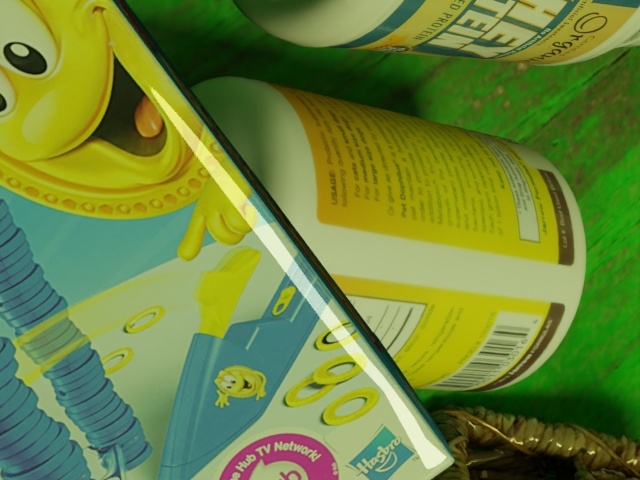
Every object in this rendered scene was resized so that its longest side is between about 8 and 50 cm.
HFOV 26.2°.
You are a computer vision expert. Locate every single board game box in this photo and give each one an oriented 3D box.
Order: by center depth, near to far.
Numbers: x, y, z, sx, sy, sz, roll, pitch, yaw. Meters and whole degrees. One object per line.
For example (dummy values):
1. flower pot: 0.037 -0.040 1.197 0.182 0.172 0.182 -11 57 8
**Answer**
1. board game box: -0.166 0.037 0.392 0.308 0.086 0.302 -36 121 0

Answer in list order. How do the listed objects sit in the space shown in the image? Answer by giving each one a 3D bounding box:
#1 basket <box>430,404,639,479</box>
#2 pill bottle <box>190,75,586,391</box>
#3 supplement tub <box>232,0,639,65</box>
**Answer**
1. basket: 0.185 0.197 0.595 0.213 0.299 0.223 -18 109 5
2. pill bottle: 0.000 0.000 0.566 0.215 0.117 0.117 9 93 -39
3. supplement tub: 0.066 -0.148 0.573 0.200 0.144 0.144 -2 99 -37
